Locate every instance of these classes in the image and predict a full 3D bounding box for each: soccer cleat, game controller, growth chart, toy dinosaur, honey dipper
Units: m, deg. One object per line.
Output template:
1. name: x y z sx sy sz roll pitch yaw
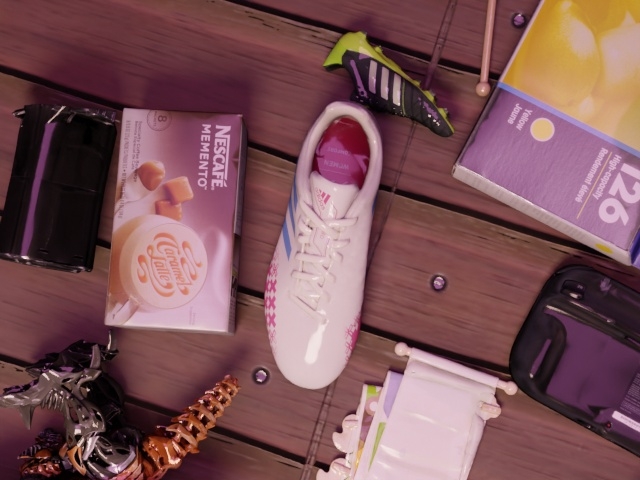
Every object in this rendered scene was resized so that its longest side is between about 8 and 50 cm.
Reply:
1. soccer cleat: 0.000 0.000 1.238 0.116 0.143 0.331 8 84 3
2. game controller: 0.378 0.160 1.254 0.319 0.067 0.166 29 94 5
3. growth chart: 0.102 0.237 1.268 0.172 0.021 0.237 25 84 5
4. soccer cleat: 0.081 -0.172 1.304 0.179 0.060 0.072 43 96 12
5. toy dinosaur: -0.248 0.227 1.237 0.322 0.164 0.218 -29 97 -17
6. honey dipper: 0.203 -0.251 1.321 0.030 0.030 0.160 5 85 2

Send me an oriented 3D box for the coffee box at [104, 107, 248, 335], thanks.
1. coffee box: -0.160 -0.019 1.267 0.141 0.098 0.246 4 83 2

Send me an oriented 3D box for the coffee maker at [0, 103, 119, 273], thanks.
1. coffee maker: -0.300 -0.057 1.240 0.120 0.171 0.178 10 85 -14

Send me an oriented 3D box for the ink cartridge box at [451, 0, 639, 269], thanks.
1. ink cartridge box: 0.356 -0.143 1.285 0.307 0.072 0.303 27 84 6
